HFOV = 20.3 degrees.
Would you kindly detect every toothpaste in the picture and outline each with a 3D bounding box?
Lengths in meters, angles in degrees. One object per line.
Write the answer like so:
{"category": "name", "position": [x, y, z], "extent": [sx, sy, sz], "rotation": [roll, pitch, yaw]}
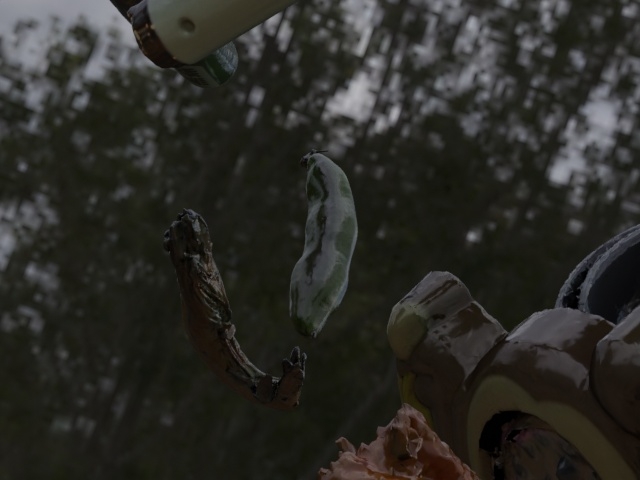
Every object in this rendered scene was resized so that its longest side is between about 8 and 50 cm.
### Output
{"category": "toothpaste", "position": [-0.135, -0.204, 1.737], "extent": [0.099, 0.061, 0.392], "rotation": [12, -4, 8]}

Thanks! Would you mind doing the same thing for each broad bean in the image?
{"category": "broad bean", "position": [0.004, -0.001, 1.724], "extent": [0.065, 0.254, 0.046], "rotation": [-10, -46, 13]}

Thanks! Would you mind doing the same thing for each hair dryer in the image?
{"category": "hair dryer", "position": [0.002, -0.207, 1.202], "extent": [0.362, 0.203, 0.128], "rotation": [-27, -70, 29]}

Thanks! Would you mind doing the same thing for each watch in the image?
{"category": "watch", "position": [0.267, 0.101, 1.224], "extent": [0.335, 0.327, 0.314], "rotation": [28, -41, 49]}

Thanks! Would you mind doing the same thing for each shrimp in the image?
{"category": "shrimp", "position": [-0.079, 0.073, 1.589], "extent": [0.152, 0.046, 0.219], "rotation": [29, -35, 42]}

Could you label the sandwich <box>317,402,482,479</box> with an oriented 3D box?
{"category": "sandwich", "position": [0.053, 0.192, 0.845], "extent": [0.185, 0.160, 0.109], "rotation": [33, -25, 16]}
